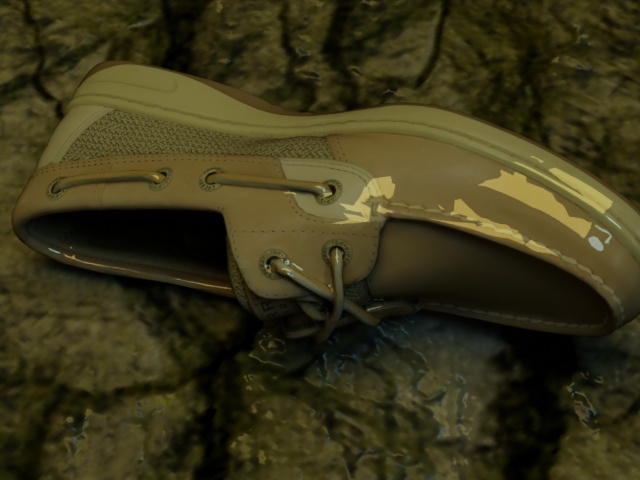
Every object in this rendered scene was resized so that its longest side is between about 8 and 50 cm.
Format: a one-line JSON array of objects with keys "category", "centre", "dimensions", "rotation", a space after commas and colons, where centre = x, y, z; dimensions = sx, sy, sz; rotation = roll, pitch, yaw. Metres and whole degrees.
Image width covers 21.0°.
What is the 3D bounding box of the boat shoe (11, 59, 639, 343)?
[{"category": "boat shoe", "centre": [0.000, 0.000, 0.755], "dimensions": [0.302, 0.109, 0.098], "rotation": [15, 60, 26]}]
